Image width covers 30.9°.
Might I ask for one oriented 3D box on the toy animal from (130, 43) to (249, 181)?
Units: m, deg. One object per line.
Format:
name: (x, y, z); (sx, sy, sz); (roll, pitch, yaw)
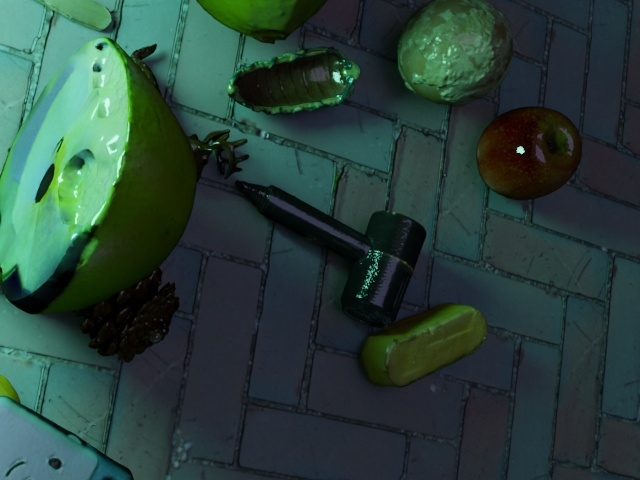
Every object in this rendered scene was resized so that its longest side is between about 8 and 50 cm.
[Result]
toy animal: (-0.253, -0.192, 1.827); (0.260, 0.087, 0.244); (-20, 94, -29)

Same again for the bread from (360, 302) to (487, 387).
bread: (0.182, 0.184, 2.030); (0.245, 0.094, 0.102); (-22, 103, -32)

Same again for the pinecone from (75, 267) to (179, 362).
pinecone: (-0.296, 0.096, 1.719); (0.173, 0.173, 0.174); (6, 79, -31)

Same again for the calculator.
calculator: (-0.389, 0.338, 1.586); (0.293, 0.051, 0.173); (37, 69, -23)

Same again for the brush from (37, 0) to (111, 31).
brush: (-0.472, -0.403, 1.766); (0.336, 0.020, 0.085); (24, 69, -27)

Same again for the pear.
pear: (-0.300, -0.068, 1.602); (0.165, 0.399, 0.399); (24, 70, -33)

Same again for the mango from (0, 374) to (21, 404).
mango: (-0.466, 0.280, 1.625); (0.098, 0.075, 0.190); (17, 67, -33)

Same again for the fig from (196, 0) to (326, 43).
fig: (-0.094, -0.496, 1.849); (0.343, 0.343, 0.343); (6, 79, -31)

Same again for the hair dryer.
hair dryer: (0.000, 0.000, 1.957); (0.352, 0.107, 0.189); (27, 71, -17)

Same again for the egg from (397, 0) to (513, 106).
egg: (0.246, -0.347, 2.096); (0.245, 0.203, 0.203); (-23, 94, -45)

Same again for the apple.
apple: (0.389, -0.164, 2.170); (0.181, 0.168, 0.181); (2, 85, -27)

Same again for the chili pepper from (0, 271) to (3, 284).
chili pepper: (-0.492, 0.044, 1.670); (0.208, 0.043, 0.049); (20, 97, -22)

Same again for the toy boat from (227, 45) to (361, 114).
toy boat: (-0.065, -0.263, 1.951); (0.293, 0.099, 0.109); (-16, 91, -40)
